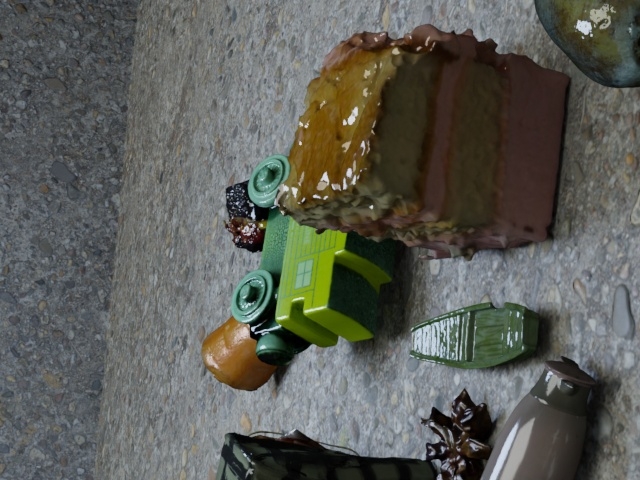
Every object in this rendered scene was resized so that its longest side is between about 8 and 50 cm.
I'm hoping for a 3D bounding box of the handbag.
[{"bbox_3d":[-0.013,0.463,1.545,0.162,0.327,0.325,26,105,65],"label":"handbag"}]

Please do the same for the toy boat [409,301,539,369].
[{"bbox_3d":[0.222,0.136,1.496,0.293,0.055,0.093,-18,64,63],"label":"toy boat"}]

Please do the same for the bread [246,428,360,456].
[{"bbox_3d":[-0.035,0.385,1.757,0.212,0.224,0.142,112,168,-82],"label":"bread"}]

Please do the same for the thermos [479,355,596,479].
[{"bbox_3d":[0.272,0.237,1.298,0.137,0.105,0.193,-28,-42,-80],"label":"thermos"}]

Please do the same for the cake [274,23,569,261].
[{"bbox_3d":[0.146,-0.137,1.487,0.314,0.306,0.293,-2,75,66],"label":"cake"}]

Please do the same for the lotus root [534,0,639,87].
[{"bbox_3d":[0.339,-0.284,1.297,0.322,0.158,0.140,-107,36,-60],"label":"lotus root"}]

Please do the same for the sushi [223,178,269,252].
[{"bbox_3d":[-0.128,-0.052,2.279,0.172,0.153,0.151,-9,89,43],"label":"sushi"}]

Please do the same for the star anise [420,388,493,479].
[{"bbox_3d":[0.197,0.292,1.484,0.168,0.057,0.168,-16,71,56],"label":"star anise"}]

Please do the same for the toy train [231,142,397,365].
[{"bbox_3d":[0.000,0.000,1.834,0.272,0.179,0.442,-16,54,37],"label":"toy train"}]

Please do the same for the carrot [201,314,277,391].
[{"bbox_3d":[-0.119,0.191,2.149,0.225,0.159,0.159,-46,39,39],"label":"carrot"}]
